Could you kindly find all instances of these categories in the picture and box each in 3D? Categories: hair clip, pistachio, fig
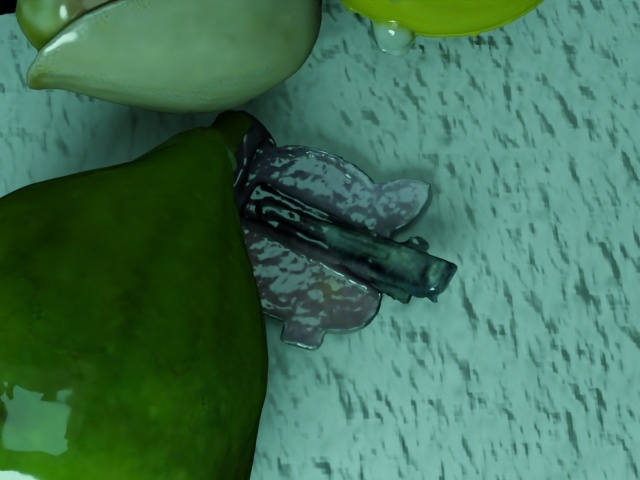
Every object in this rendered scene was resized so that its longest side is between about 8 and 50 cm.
[{"bbox_3d":[0.001,0.003,0.619,0.187,0.056,0.146,19,74,10],"label":"hair clip"},{"bbox_3d":[-0.088,-0.145,0.552,0.215,0.144,0.144,-19,73,-46],"label":"pistachio"},{"bbox_3d":[-0.133,0.070,0.529,0.233,0.233,0.314,10,32,-2],"label":"fig"}]

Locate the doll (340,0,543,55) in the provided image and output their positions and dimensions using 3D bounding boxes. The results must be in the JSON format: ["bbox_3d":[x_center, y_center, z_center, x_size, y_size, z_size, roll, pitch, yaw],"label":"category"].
[{"bbox_3d":[0.082,-0.257,0.642,0.237,0.111,0.252,19,96,-4],"label":"doll"}]

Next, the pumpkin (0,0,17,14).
[{"bbox_3d":[-0.244,-0.300,0.608,0.295,0.296,0.296,1,73,-4],"label":"pumpkin"}]
